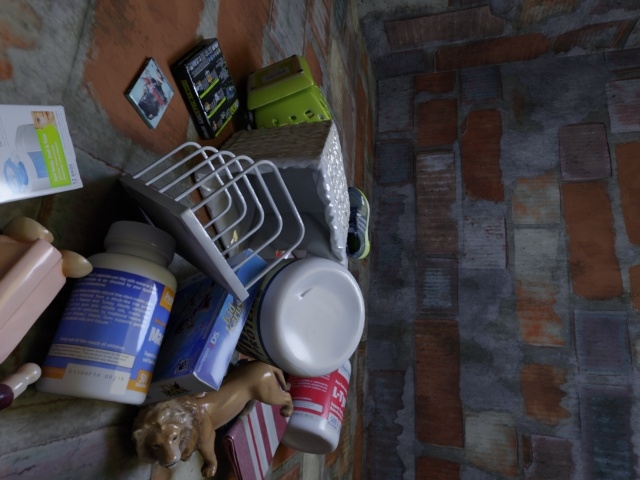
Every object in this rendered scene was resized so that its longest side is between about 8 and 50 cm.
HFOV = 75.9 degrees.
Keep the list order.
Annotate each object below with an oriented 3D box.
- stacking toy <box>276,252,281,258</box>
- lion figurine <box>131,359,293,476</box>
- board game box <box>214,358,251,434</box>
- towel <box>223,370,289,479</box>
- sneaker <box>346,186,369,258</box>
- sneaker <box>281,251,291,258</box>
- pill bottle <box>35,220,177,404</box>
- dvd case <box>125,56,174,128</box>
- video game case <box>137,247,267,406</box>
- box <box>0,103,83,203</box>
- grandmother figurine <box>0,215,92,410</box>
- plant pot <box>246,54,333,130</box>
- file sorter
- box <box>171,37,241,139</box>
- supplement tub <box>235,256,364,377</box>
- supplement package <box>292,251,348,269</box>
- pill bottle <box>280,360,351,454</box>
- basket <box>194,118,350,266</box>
[{"bbox_3d":[-0.175,0.136,1.205,0.141,0.141,0.329,67,22,-50],"label":"stacking toy"},{"bbox_3d":[-0.209,0.357,0.901,0.392,0.142,0.239,-31,129,-44],"label":"lion figurine"},{"bbox_3d":[-0.210,0.454,1.165,0.194,0.060,0.194,64,30,-56],"label":"board game box"},{"bbox_3d":[-0.166,0.517,1.150,0.329,0.038,0.236,-52,138,-65],"label":"towel"},{"bbox_3d":[0.138,-0.066,1.649,0.121,0.111,0.299,-16,99,-70],"label":"sneaker"},{"bbox_3d":[-0.141,0.064,1.369,0.104,0.095,0.236,76,26,-56],"label":"sneaker"},{"bbox_3d":[-0.322,0.112,0.661,0.152,0.153,0.271,58,36,-59],"label":"pill bottle"},{"bbox_3d":[-0.345,-0.301,0.838,0.087,0.013,0.119,66,28,-52],"label":"dvd case"},{"bbox_3d":[-0.239,0.163,0.781,0.061,0.245,0.269,45,39,-26],"label":"video game case"},{"bbox_3d":[-0.408,-0.096,0.474,0.203,0.103,0.114,-44,130,-67],"label":"box"},{"bbox_3d":[-0.413,0.127,0.458,0.208,0.104,0.342,46,39,-34],"label":"grandmother figurine"},{"bbox_3d":[-0.098,-0.402,1.218,0.227,0.229,0.207,-101,170,-48],"label":"plant pot"},{"bbox_3d":[-0.195,-0.056,0.751,0.173,0.278,0.192,-42,131,-23],"label":"file sorter"},{"bbox_3d":[-0.274,-0.377,1.018,0.190,0.045,0.184,-74,159,-45],"label":"box"},{"bbox_3d":[-0.086,0.156,0.913,0.236,0.325,0.235,3,85,-35],"label":"supplement tub"},{"bbox_3d":[0.000,0.000,1.661,0.293,0.176,0.177,57,34,-60],"label":"supplement package"},{"bbox_3d":[-0.013,0.536,1.512,0.407,0.229,0.228,-73,155,-44],"label":"pill bottle"},{"bbox_3d":[-0.096,-0.116,1.110,0.266,0.329,0.330,-72,154,-51],"label":"basket"}]
